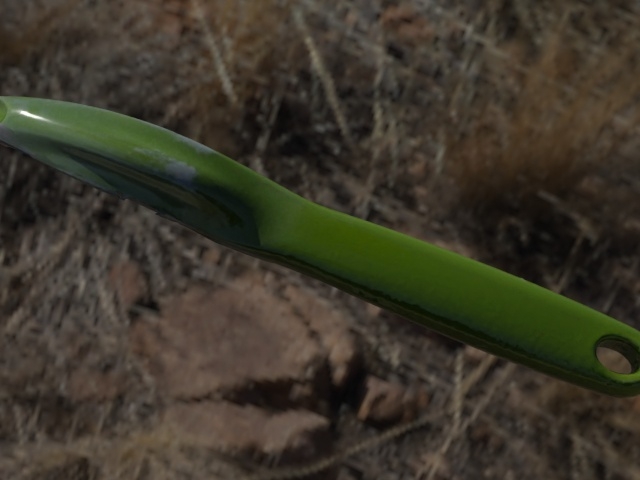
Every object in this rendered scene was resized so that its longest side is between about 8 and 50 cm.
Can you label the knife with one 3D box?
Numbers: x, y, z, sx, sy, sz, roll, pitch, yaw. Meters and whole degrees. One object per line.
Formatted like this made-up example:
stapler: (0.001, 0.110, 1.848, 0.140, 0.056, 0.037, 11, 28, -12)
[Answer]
knife: (0.000, 0.000, 0.413, 0.184, 0.026, 0.022, 21, 84, -7)
